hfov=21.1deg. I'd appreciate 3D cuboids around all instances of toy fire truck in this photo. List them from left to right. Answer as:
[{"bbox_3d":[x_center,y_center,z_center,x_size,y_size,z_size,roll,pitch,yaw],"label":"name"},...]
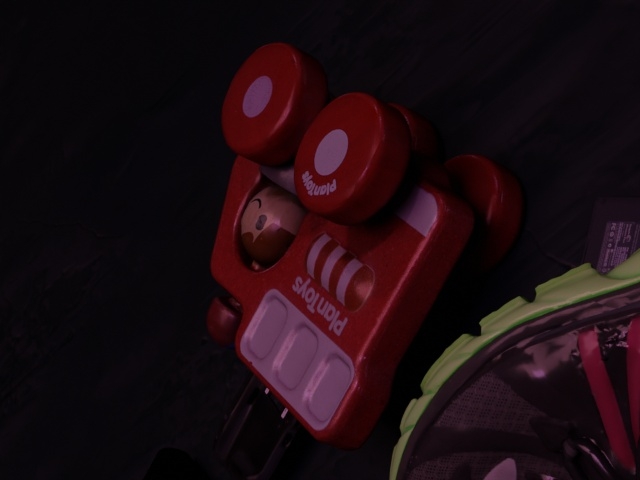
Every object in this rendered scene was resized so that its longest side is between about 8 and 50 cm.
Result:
[{"bbox_3d":[0.000,0.000,1.403,0.254,0.169,0.302,-60,38,7],"label":"toy fire truck"}]

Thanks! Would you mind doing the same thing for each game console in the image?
[{"bbox_3d":[-0.060,0.200,1.505,0.361,0.044,0.213,-61,39,12],"label":"game console"}]

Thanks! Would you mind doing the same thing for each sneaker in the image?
[{"bbox_3d":[0.217,0.119,1.070,0.483,0.185,0.202,-40,41,35],"label":"sneaker"}]

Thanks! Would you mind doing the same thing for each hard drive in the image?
[{"bbox_3d":[0.242,0.016,1.222,0.135,0.022,0.094,3,76,53],"label":"hard drive"}]
